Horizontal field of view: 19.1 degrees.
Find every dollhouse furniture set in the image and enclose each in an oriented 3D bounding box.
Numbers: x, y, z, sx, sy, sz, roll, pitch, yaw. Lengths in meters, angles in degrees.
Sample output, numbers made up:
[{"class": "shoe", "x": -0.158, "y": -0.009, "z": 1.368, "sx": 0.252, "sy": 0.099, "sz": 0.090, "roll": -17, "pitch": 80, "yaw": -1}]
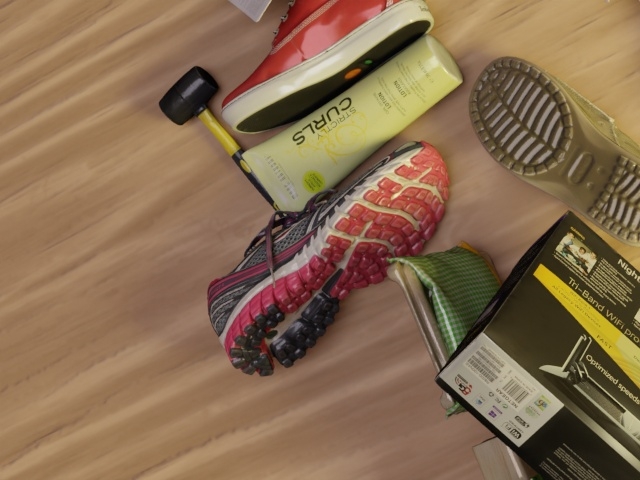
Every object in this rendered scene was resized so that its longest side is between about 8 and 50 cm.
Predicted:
[{"class": "dollhouse furniture set", "x": 0.211, "y": 0.122, "z": 1.805, "sx": 0.151, "sy": 0.197, "sz": 0.301, "roll": -25, "pitch": 83, "yaw": 21}]

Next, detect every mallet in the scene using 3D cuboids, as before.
[{"class": "mallet", "x": -0.100, "y": -0.092, "z": 2.006, "sx": 0.062, "sy": 0.039, "sz": 0.189, "roll": -35, "pitch": 83, "yaw": 17}]

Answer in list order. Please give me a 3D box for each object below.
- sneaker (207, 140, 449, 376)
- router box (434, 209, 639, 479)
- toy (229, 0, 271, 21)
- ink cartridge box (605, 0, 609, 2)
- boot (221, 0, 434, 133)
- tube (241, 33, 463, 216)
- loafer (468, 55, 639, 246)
[{"class": "sneaker", "x": 0.000, "y": 0.000, "z": 1.930, "sx": 0.299, "sy": 0.121, "sz": 0.112, "roll": -41, "pitch": 48, "yaw": 9}, {"class": "router box", "x": 0.279, "y": 0.146, "z": 1.718, "sx": 0.309, "sy": 0.243, "sz": 0.081, "roll": 42, "pitch": 127, "yaw": 1}, {"class": "toy", "x": -0.069, "y": -0.315, "z": 1.948, "sx": 0.137, "sy": 0.056, "sz": 0.237, "roll": -59, "pitch": 36, "yaw": 10}, {"class": "ink cartridge box", "x": 0.288, "y": -0.305, "z": 1.806, "sx": 0.090, "sy": 0.092, "sz": 0.143, "roll": 29, "pitch": 104, "yaw": -26}, {"class": "boot", "x": -0.022, "y": -0.233, "z": 1.952, "sx": 0.244, "sy": 0.088, "sz": 0.176, "roll": -33, "pitch": 73, "yaw": 17}, {"class": "tube", "x": 0.035, "y": -0.116, "z": 1.941, "sx": 0.240, "sy": 0.062, "sz": 0.070, "roll": -35, "pitch": 47, "yaw": 20}, {"class": "loafer", "x": 0.250, "y": -0.079, "z": 1.847, "sx": 0.102, "sy": 0.092, "sz": 0.268, "roll": -51, "pitch": 59, "yaw": 12}]
